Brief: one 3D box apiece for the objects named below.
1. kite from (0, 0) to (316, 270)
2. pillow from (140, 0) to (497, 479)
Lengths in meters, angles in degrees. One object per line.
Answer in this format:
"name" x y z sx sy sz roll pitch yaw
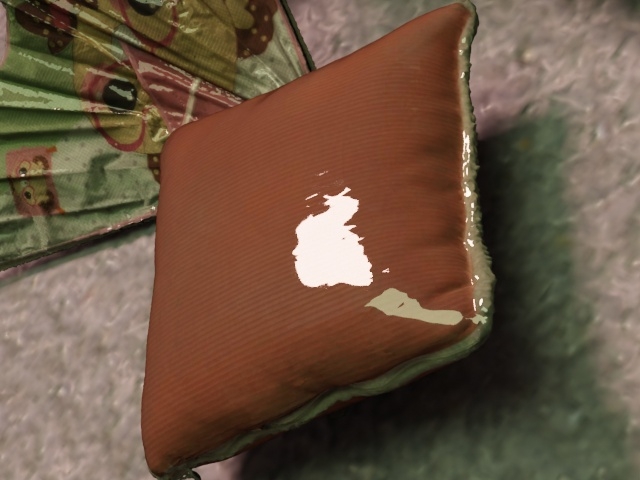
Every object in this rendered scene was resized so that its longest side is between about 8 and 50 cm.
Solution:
"kite" -0.107 -0.099 0.730 0.267 0.013 0.323 27 110 12
"pillow" 0.000 0.000 0.635 0.171 0.075 0.179 -24 47 28
